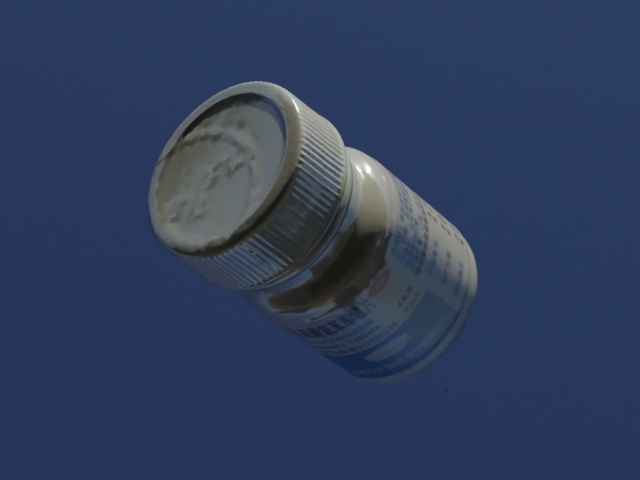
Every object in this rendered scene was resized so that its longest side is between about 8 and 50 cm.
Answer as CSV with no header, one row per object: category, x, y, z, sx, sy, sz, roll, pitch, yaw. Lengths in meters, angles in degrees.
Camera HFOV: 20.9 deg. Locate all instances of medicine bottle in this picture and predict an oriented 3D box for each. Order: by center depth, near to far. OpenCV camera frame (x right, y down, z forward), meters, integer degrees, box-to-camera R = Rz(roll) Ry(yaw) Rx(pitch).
medicine bottle,0.000,0.000,0.911,0.105,0.168,0.105,-22,-129,30
